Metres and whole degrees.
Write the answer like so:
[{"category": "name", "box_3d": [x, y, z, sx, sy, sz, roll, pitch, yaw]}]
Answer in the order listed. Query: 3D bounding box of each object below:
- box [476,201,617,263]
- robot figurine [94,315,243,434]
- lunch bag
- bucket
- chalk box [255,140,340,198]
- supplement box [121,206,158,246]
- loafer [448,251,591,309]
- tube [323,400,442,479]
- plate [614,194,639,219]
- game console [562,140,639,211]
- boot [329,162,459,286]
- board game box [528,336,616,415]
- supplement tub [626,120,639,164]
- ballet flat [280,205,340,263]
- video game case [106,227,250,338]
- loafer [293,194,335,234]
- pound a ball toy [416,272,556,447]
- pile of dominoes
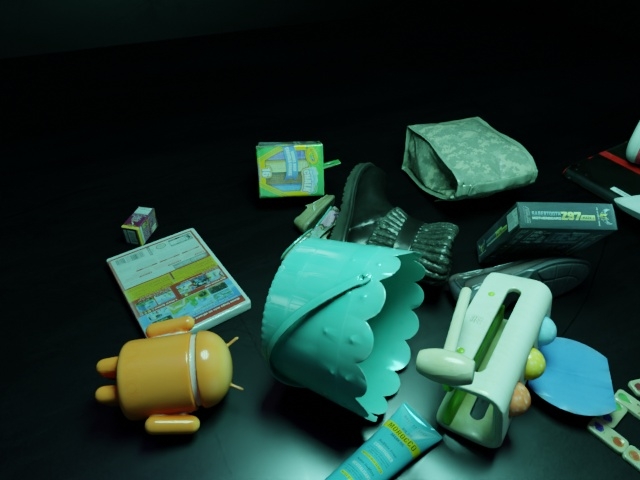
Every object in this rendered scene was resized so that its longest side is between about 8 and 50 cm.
[{"category": "box", "box_3d": [0.454, -0.008, 0.946, 0.183, 0.233, 0.059, 2, 71, 0]}, {"category": "robot figurine", "box_3d": [-0.238, 0.217, 0.734, 0.219, 0.128, 0.158, -7, 26, -9]}, {"category": "lunch bag", "box_3d": [0.389, -0.200, 1.213, 0.235, 0.169, 0.287, -11, 38, -15]}, {"category": "bucket", "box_3d": [0.043, 0.130, 0.742, 0.183, 0.281, 0.281, 12, 41, 26]}, {"category": "chalk box", "box_3d": [-0.055, -0.188, 1.184, 0.212, 0.132, 0.132, -2, 16, -4]}, {"category": "supplement box", "box_3d": [-0.425, -0.034, 1.074, 0.043, 0.055, 0.083, 8, 40, 8]}, {"category": "loafer", "box_3d": [0.411, 0.072, 0.947, 0.302, 0.109, 0.095, -13, 39, -13]}, {"category": "tube", "box_3d": [0.090, 0.326, 0.683, 0.207, 0.052, 0.080, -24, 53, -35]}, {"category": "plate", "box_3d": [0.889, -0.045, 1.047, 0.277, 0.045, 0.278, -6, 27, -3]}, {"category": "game console", "box_3d": [0.939, -0.145, 1.264, 0.341, 0.060, 0.386, -23, 45, -18]}, {"category": "boot", "box_3d": [0.180, -0.045, 1.028, 0.260, 0.131, 0.348, 2, 49, 20]}, {"category": "board game box", "box_3d": [0.433, 0.243, 0.801, 0.133, 0.033, 0.169, 10, 36, 17]}, {"category": "supplement tub", "box_3d": [0.989, -0.257, 1.198, 0.272, 0.191, 0.191, 32, 49, 32]}, {"category": "ballet flat", "box_3d": [0.000, 0.000, 1.046, 0.079, 0.077, 0.221, 36, 48, 8]}, {"category": "video game case", "box_3d": [-0.303, 0.089, 0.957, 0.204, 0.025, 0.285, -24, 46, -27]}, {"category": "loafer", "box_3d": [-0.014, -0.074, 1.134, 0.050, 0.056, 0.148, 27, 46, 18]}, {"category": "pound a ball toy", "box_3d": [0.282, 0.171, 0.725, 0.135, 0.208, 0.319, 13, 40, 34]}, {"category": "pile of dominoes", "box_3d": [0.586, 0.320, 0.708, 0.196, 0.040, 0.251, -27, 49, -29]}]
